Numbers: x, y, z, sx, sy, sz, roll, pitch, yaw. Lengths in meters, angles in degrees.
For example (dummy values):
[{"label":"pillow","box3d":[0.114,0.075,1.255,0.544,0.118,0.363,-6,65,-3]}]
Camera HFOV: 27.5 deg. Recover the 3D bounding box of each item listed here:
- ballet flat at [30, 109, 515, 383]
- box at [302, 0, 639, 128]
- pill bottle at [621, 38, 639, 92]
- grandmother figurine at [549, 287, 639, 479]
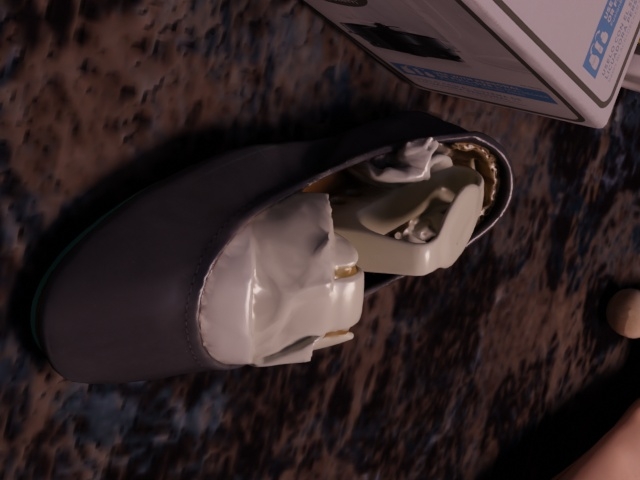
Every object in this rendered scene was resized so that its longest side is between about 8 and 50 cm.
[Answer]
[{"label":"ballet flat","box3d":[0.000,0.000,0.441,0.203,0.074,0.074,-25,125,-45]},{"label":"box","box3d":[0.025,-0.161,0.382,0.290,0.087,0.169,29,82,-54]},{"label":"pill bottle","box3d":[0.162,-0.128,0.601,0.065,0.065,0.116,14,95,-55]},{"label":"grandmother figurine","box3d":[0.206,0.121,0.754,0.342,0.104,0.207,-28,113,-47]}]
